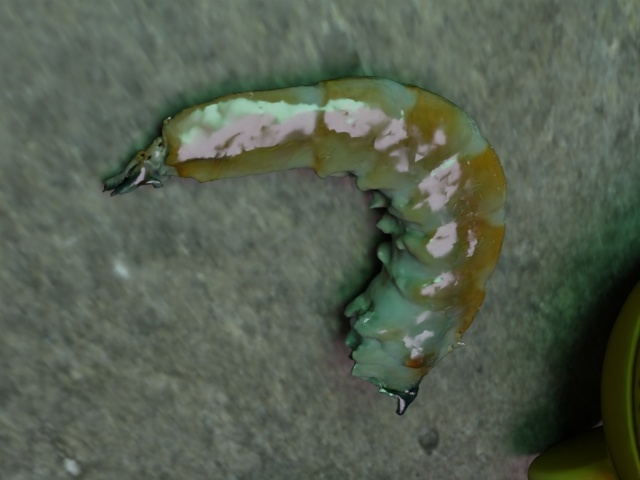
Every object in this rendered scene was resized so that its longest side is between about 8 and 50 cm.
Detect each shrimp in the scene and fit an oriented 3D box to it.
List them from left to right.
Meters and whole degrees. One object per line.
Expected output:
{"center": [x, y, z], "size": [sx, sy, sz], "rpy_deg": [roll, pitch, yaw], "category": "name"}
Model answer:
{"center": [0.030, -0.015, 0.545], "size": [0.185, 0.068, 0.287], "rpy_deg": [-46, 128, 7], "category": "shrimp"}

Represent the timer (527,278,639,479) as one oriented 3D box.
{"center": [0.391, 0.140, 0.690], "size": [0.376, 0.375, 0.387], "rpy_deg": [-20, 172, -13], "category": "timer"}
